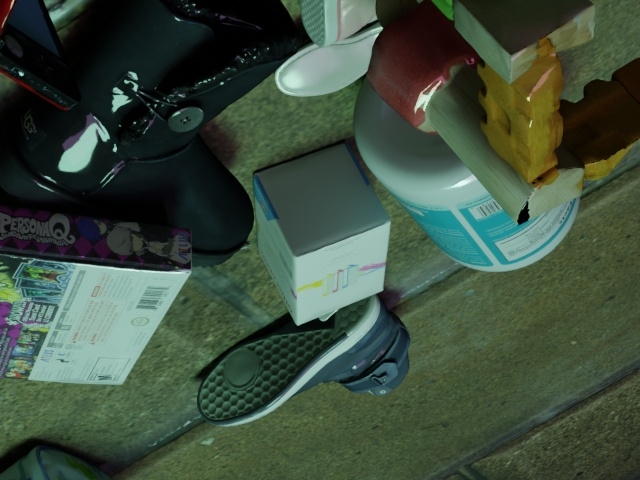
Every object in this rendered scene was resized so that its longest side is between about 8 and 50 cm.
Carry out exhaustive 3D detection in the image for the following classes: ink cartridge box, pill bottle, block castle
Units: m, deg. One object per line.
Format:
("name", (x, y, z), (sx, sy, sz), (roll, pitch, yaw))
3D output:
("ink cartridge box", (0.000, 0.000, 1.127), (0.090, 0.092, 0.143), (-21, 153, -12))
("pill bottle", (0.136, -0.062, 1.082), (0.146, 0.146, 0.264), (-32, 152, 9))
("block castle", (0.152, -0.246, 0.682), (0.303, 0.213, 0.453), (-31, 149, -8))

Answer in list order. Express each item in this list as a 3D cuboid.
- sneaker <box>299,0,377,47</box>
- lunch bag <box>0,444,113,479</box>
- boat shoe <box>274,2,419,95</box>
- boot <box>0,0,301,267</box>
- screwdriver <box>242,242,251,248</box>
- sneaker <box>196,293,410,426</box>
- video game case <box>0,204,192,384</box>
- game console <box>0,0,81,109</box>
("sneaker", (0.025, -0.193, 0.874), (0.070, 0.051, 0.134), (-24, 153, -16))
("lunch bag", (-0.247, 0.323, 1.321), (0.090, 0.219, 0.176), (-37, 152, 5))
("boat shoe", (0.020, -0.148, 0.955), (0.125, 0.038, 0.046), (-27, 133, -3))
("boot", (-0.083, -0.084, 0.912), (0.207, 0.094, 0.246), (-38, 144, 27))
("screwdriver", (-0.136, 0.021, 1.129), (0.170, 0.024, 0.025), (-14, 179, -36))
("sneaker", (-0.007, 0.143, 1.364), (0.226, 0.086, 0.163), (-33, 149, 9))
("video game case", (-0.226, 0.045, 0.958), (0.210, 0.041, 0.232), (7, 152, -18))
("game console", (-0.157, -0.161, 0.669), (0.085, 0.144, 0.124), (-33, 151, 14))
